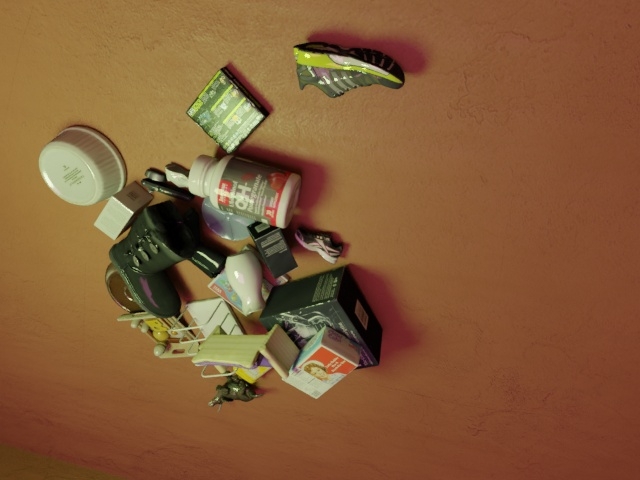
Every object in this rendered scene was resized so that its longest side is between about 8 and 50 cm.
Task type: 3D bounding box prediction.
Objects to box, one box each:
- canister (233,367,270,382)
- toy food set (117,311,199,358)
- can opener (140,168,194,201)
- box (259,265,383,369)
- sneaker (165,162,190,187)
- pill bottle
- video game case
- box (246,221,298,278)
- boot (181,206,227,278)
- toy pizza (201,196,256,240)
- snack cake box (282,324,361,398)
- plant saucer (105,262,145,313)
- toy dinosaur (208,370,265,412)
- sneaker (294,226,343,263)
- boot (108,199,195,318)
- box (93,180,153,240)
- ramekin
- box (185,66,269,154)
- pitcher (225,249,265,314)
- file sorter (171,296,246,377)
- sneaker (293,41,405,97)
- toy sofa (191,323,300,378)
[{"bbox_3d":[-0.281,0.535,1.812,0.126,0.073,0.170,40,121,-11],"label":"canister"},{"bbox_3d":[-0.698,0.414,1.806,0.220,0.092,0.306,-9,133,21],"label":"toy food set"},{"bbox_3d":[-0.529,-0.178,1.440,0.186,0.059,0.073,26,124,-1],"label":"can opener"},{"bbox_3d":[0.013,0.308,1.514,0.313,0.178,0.343,-18,119,25],"label":"box"},{"bbox_3d":[-0.455,-0.205,1.413,0.152,0.053,0.061,27,134,5],"label":"sneaker"},{"bbox_3d":[-0.234,-0.163,1.299,0.319,0.176,0.176,17,124,4],"label":"pill bottle"},{"bbox_3d":[-0.282,0.160,1.606,0.204,0.025,0.285,41,123,-12],"label":"video game case"},{"bbox_3d":[-0.163,0.020,1.397,0.093,0.156,0.158,-27,116,-10],"label":"box"},{"bbox_3d":[-0.423,0.015,1.509,0.207,0.094,0.246,32,131,-2],"label":"boot"},{"bbox_3d":[-0.316,-0.089,1.455,0.202,0.032,0.201,6,123,10],"label":"toy pizza"},{"bbox_3d":[0.001,0.421,1.431,0.152,0.089,0.264,34,126,-10],"label":"snack cake box"},{"bbox_3d":[-0.779,0.215,1.761,0.311,0.050,0.310,7,122,12],"label":"plant saucer"},{"bbox_3d":[-0.380,0.694,1.933,0.314,0.120,0.160,-11,130,16],"label":"toy dinosaur"},{"bbox_3d":[0.000,0.000,1.415,0.178,0.072,0.077,31,112,-15],"label":"sneaker"},{"bbox_3d":[-0.557,0.090,1.495,0.445,0.146,0.367,-27,106,41],"label":"boot"},{"bbox_3d":[-0.701,-0.106,1.489,0.091,0.130,0.170,41,123,-13],"label":"box"},{"bbox_3d":[-0.827,-0.245,1.438,0.273,0.127,0.272,7,122,11],"label":"ramekin"},{"bbox_3d":[-0.282,-0.383,1.255,0.184,0.045,0.191,46,122,-12],"label":"box"},{"bbox_3d":[-0.267,0.142,1.506,0.126,0.178,0.206,-16,98,-11],"label":"pitcher"},{"bbox_3d":[-0.448,0.399,1.712,0.193,0.173,0.277,-12,117,21],"label":"file sorter"},{"bbox_3d":[0.073,-0.437,1.102,0.300,0.111,0.121,17,134,11],"label":"sneaker"},{"bbox_3d":[-0.270,0.410,1.470,0.363,0.177,0.150,-11,123,39],"label":"toy sofa"}]
